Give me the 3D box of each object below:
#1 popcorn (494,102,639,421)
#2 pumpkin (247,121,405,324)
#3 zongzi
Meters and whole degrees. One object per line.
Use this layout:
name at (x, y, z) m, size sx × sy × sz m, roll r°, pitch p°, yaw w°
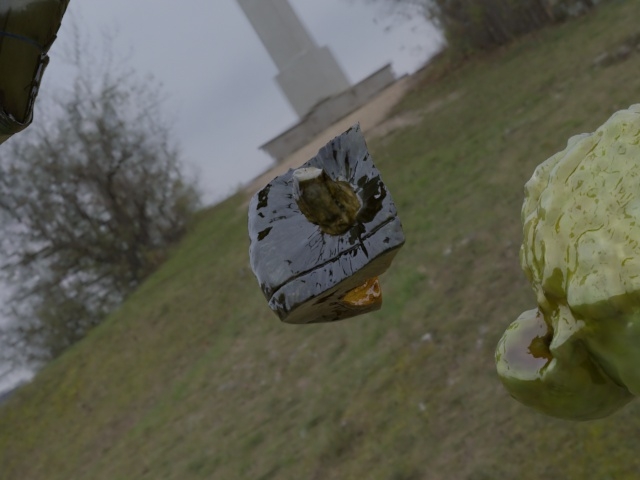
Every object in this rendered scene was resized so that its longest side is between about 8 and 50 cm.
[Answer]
popcorn at (0.256, 0.001, 0.824) m, size 0.286 × 0.225 × 0.173 m, roll -24°, pitch -32°, yaw 36°
pumpkin at (-0.003, -0.002, 1.017) m, size 0.126 × 0.131 × 0.248 m, roll -8°, pitch -22°, yaw -5°
zongzi at (-0.401, -0.275, 1.216) m, size 0.123 × 0.260 × 0.289 m, roll -11°, pitch 59°, yaw 51°
